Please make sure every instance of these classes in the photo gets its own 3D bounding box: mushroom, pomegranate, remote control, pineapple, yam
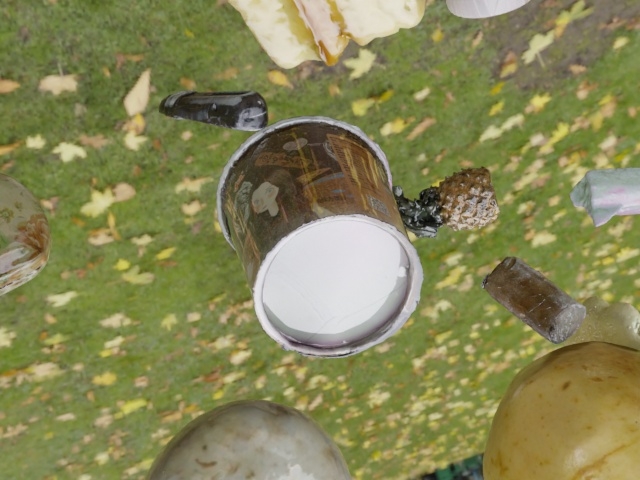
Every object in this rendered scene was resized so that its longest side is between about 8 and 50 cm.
[{"bbox_3d":[-0.090,0.290,0.866,0.243,0.243,0.243,-17,165,-5],"label":"mushroom"},{"bbox_3d":[0.389,0.283,0.993,0.342,0.342,0.342,-17,165,-5],"label":"pomegranate"},{"bbox_3d":[-0.200,-0.248,1.424,0.266,0.066,0.090,16,-159,39],"label":"remote control"},{"bbox_3d":[0.193,-0.059,1.397,0.237,0.111,0.119,-12,-157,9],"label":"pineapple"},{"bbox_3d":[0.314,0.086,1.159,0.079,0.141,0.079,-23,135,-25],"label":"yam"}]

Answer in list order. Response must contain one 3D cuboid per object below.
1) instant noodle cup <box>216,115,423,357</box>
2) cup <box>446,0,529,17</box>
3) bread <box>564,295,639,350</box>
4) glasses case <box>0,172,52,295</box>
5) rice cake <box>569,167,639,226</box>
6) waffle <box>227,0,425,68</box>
[{"bbox_3d":[0.000,0.000,0.853,0.217,0.207,0.217,-5,120,-9],"label":"instant noodle cup"},{"bbox_3d":[0.383,-0.658,1.691,0.288,0.208,0.273,-21,126,-4],"label":"cup"},{"bbox_3d":[0.446,0.188,1.227,0.039,0.181,0.251,-17,148,-17],"label":"bread"},{"bbox_3d":[-0.514,0.049,0.884,0.425,0.156,0.098,-30,165,-33],"label":"glasses case"},{"bbox_3d":[0.435,-0.047,0.879,0.290,0.081,0.051,-2,143,2],"label":"rice cake"},{"bbox_3d":[-0.026,-0.311,0.471,0.114,0.376,0.261,-14,141,25],"label":"waffle"}]
